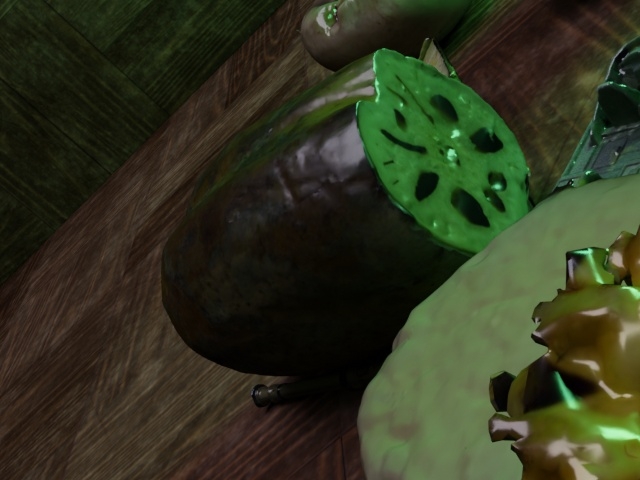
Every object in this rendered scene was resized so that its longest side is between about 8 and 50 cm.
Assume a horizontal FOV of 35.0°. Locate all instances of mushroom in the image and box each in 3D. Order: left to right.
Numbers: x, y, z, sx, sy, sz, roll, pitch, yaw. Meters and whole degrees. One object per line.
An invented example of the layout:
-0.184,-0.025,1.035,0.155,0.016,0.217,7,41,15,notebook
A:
0.065,-0.395,1.472,0.292,0.290,0.292,-36,21,17,mushroom

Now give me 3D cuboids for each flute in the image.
0.005,0.136,0.970,0.233,0.027,0.027,-22,31,52,flute

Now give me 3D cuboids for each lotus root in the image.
0.000,0.000,0.923,0.346,0.250,0.250,-26,28,38,lotus root

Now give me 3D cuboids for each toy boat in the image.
0.280,-0.124,0.790,0.141,0.092,0.319,-14,37,55,toy boat

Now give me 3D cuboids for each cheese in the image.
0.161,0.084,0.614,0.326,0.115,0.318,-44,19,5,cheese

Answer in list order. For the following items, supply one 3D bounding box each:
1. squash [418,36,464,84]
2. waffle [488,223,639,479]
0.137,-0.118,1.141,0.192,0.085,0.184,-88,16,-65,squash
0.233,0.085,0.268,0.382,0.095,0.380,-29,46,7,waffle
